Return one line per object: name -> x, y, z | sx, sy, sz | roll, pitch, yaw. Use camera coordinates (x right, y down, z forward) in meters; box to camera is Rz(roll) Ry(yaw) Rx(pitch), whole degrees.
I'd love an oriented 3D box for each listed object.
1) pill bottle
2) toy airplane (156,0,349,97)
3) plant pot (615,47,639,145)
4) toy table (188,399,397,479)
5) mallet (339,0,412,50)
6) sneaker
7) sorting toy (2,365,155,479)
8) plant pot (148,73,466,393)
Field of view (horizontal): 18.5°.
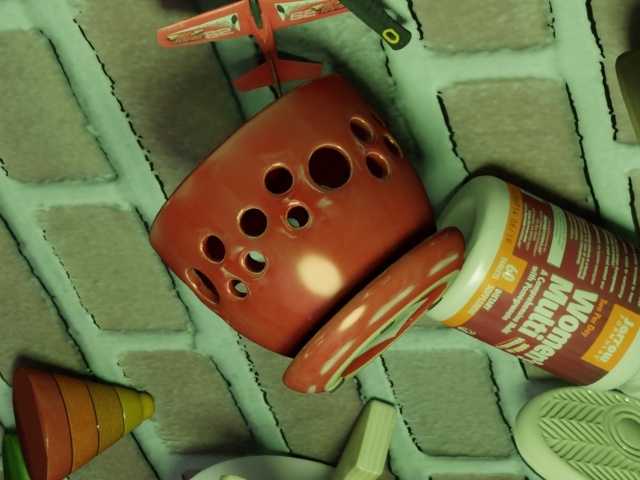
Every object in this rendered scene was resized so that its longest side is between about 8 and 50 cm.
pill bottle -> 0.196, 0.045, 1.535 | 0.221, 0.121, 0.121 | 25, 141, -16
toy airplane -> -0.038, -0.149, 1.422 | 0.151, 0.028, 0.151 | -4, 137, -4
plant pot -> 0.348, -0.043, 1.309 | 0.229, 0.263, 0.263 | -22, 134, 11
toy table -> 0.003, 0.283, 1.817 | 0.274, 0.252, 0.161 | 9, 160, -14
mallet -> 0.002, -0.195, 1.346 | 0.190, 0.039, 0.062 | 30, 125, -29
sneaker -> 0.303, 0.248, 1.758 | 0.350, 0.131, 0.148 | 25, 137, -17
sorting toy -> -0.241, 0.231, 1.941 | 0.126, 0.127, 0.365 | -11, 151, -20
plant pot -> 0.000, 0.000, 1.428 | 0.174, 0.191, 0.191 | 47, 142, 10
